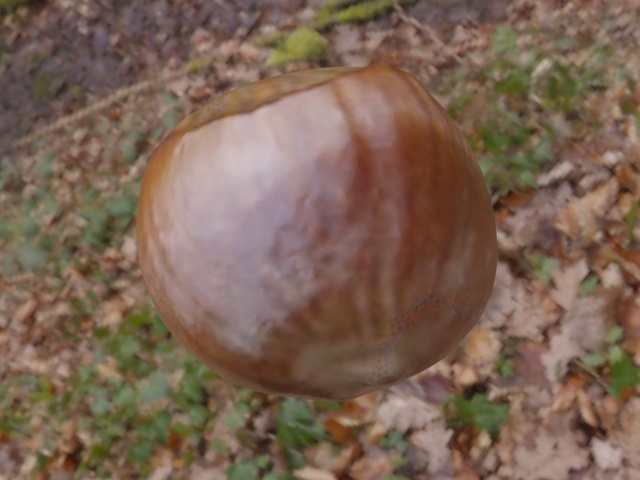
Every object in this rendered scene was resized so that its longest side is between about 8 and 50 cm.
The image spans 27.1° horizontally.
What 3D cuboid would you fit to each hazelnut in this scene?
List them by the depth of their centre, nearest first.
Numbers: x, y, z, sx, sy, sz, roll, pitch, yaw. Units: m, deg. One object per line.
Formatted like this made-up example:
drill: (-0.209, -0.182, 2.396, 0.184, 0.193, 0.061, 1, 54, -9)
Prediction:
hazelnut: (0.000, 0.000, 0.768, 0.214, 0.176, 0.214, -6, 57, 10)
